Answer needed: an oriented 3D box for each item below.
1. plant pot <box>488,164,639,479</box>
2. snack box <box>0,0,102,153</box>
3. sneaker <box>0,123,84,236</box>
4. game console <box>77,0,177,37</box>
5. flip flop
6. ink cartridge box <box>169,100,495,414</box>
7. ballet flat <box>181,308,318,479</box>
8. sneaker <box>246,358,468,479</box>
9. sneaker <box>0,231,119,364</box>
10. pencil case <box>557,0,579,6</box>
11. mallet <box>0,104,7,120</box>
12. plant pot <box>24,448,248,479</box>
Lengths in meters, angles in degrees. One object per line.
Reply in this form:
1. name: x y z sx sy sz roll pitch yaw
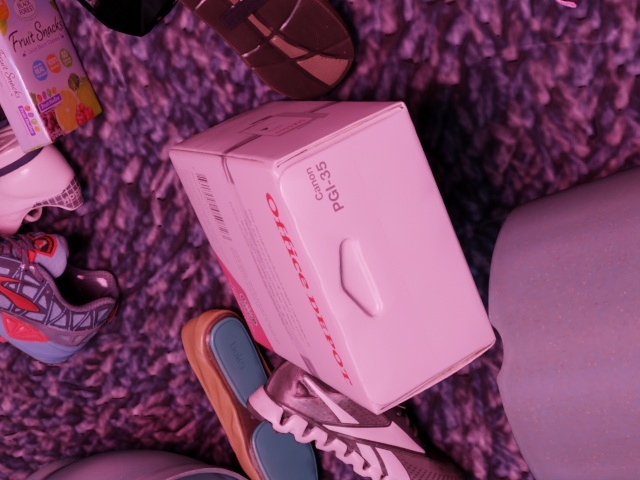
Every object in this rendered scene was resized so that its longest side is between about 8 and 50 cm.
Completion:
1. plant pot: 0.326 0.059 0.883 0.334 0.341 0.341 -12 109 31
2. snack box: -0.263 -0.163 1.090 0.037 0.100 0.141 -15 107 24
3. sneaker: -0.346 -0.036 1.188 0.235 0.090 0.095 -17 125 29
4. game console: -0.137 -0.360 0.994 0.213 0.044 0.361 41 118 -3
5. flip flop: -0.067 -0.230 0.981 0.112 0.080 0.277 -33 129 13
6. ink cartridge box: 0.000 0.000 0.971 0.117 0.283 0.207 -27 106 -17
7. ballet flat: -0.071 0.171 1.202 0.073 0.080 0.232 -6 111 51
8. sneaker: 0.053 0.171 1.143 0.234 0.078 0.106 29 99 -8
9. sneaker: -0.303 0.019 1.149 0.125 0.104 0.262 -35 138 19
10. pencil case: 0.088 -0.281 0.910 0.284 0.124 0.124 24 118 4
11. mallet: -0.311 -0.087 1.098 0.062 0.189 0.039 -26 127 17
12. plant pot: -0.216 0.336 1.217 0.196 0.293 0.293 18 121 40
